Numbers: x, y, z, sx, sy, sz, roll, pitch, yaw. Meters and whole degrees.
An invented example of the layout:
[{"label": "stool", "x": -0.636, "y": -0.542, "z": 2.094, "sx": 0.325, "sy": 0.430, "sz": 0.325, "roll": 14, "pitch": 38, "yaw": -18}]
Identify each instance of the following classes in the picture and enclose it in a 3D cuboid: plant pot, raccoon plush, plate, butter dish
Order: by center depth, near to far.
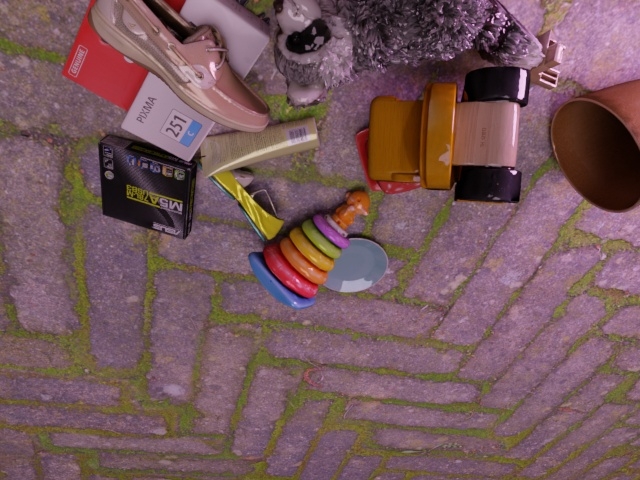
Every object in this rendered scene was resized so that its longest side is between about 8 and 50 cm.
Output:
[{"label": "raccoon plush", "x": 0.134, "y": -0.301, "z": 0.751, "sx": 0.446, "sy": 0.216, "sz": 0.299, "roll": 27, "pitch": 131, "yaw": -24}, {"label": "plant pot", "x": 0.627, "y": -0.215, "z": 0.856, "sx": 0.254, "sy": 0.237, "sz": 0.237, "roll": -28, "pitch": 128, "yaw": -1}, {"label": "butter dish", "x": 0.167, "y": -0.155, "z": 0.916, "sx": 0.160, "sy": 0.118, "sz": 0.160, "roll": -16, "pitch": 130, "yaw": 9}, {"label": "plate", "x": 0.078, "y": 0.060, "z": 1.151, "sx": 0.188, "sy": 0.024, "sz": 0.188, "roll": -3, "pitch": 130, "yaw": -3}]

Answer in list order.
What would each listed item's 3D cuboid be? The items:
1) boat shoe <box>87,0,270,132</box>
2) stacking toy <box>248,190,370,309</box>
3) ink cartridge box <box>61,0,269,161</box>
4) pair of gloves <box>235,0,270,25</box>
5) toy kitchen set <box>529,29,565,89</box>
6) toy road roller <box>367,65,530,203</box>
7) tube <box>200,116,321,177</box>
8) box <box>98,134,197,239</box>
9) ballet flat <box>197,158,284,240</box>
[{"label": "boat shoe", "x": -0.193, "y": -0.282, "z": 0.697, "sx": 0.302, "sy": 0.109, "sz": 0.098, "roll": 33, "pitch": 124, "yaw": -25}, {"label": "stacking toy", "x": 0.000, "y": 0.000, "z": 1.031, "sx": 0.175, "sy": 0.166, "sz": 0.302, "roll": 46, "pitch": 100, "yaw": 12}, {"label": "ink cartridge box", "x": -0.275, "y": -0.313, "z": 0.775, "sx": 0.261, "sy": 0.066, "sz": 0.296, "roll": 27, "pitch": 125, "yaw": -27}, {"label": "pair of gloves", "x": -0.131, "y": -0.388, "z": 0.769, "sx": 0.074, "sy": 0.010, "sz": 0.083, "roll": -18, "pitch": 128, "yaw": 11}, {"label": "toy kitchen set", "x": 0.429, "y": -0.333, "z": 0.825, "sx": 0.075, "sy": 0.083, "sz": 0.068, "roll": 15, "pitch": 86, "yaw": -16}, {"label": "toy road roller", "x": 0.216, "y": -0.171, "z": 0.791, "sx": 0.241, "sy": 0.329, "sz": 0.202, "roll": 5, "pitch": 96, "yaw": 16}, {"label": "tube", "x": -0.122, "y": -0.191, "z": 0.897, "sx": 0.240, "sy": 0.070, "sz": 0.062, "roll": -12, "pitch": 119, "yaw": 2}, {"label": "box", "x": -0.360, "y": -0.107, "z": 0.942, "sx": 0.191, "sy": 0.045, "sz": 0.184, "roll": 18, "pitch": 125, "yaw": -2}, {"label": "ballet flat", "x": -0.161, "y": -0.101, "z": 0.968, "sx": 0.077, "sy": 0.077, "sz": 0.231, "roll": -40, "pitch": 113, "yaw": -3}]
